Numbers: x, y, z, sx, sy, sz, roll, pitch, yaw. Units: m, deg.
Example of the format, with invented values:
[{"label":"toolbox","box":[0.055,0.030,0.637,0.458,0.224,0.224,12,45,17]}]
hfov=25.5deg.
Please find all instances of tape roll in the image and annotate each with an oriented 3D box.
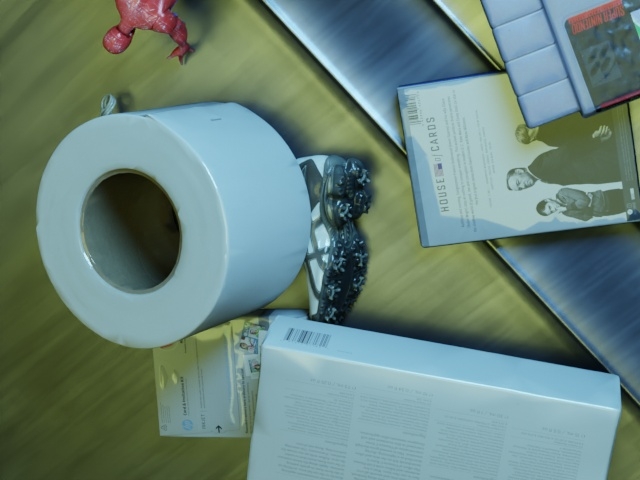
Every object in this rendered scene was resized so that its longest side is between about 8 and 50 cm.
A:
[{"label":"tape roll","box":[-0.154,-0.021,1.502,0.246,0.169,0.246,5,101,28]}]

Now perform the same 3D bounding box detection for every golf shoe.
[{"label":"golf shoe","box":[0.000,0.000,1.560,0.094,0.077,0.198,15,106,32]}]

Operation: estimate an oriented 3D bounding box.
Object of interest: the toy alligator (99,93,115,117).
[{"label":"toy alligator","box":[-0.261,-0.076,1.609,0.051,0.056,0.189,20,108,-35]}]

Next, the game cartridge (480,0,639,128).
[{"label":"game cartridge","box":[0.338,-0.271,1.410,0.355,0.068,0.230,-21,91,10]}]

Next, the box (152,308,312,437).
[{"label":"box","box":[-0.097,0.152,1.620,0.186,0.038,0.145,-2,100,12]}]

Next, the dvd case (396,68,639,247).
[{"label":"dvd case","box":[0.212,-0.094,1.507,0.239,0.029,0.179,-7,99,14]}]

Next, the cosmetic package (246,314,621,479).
[{"label":"cosmetic package","box":[0.111,0.254,1.533,0.377,0.097,0.284,10,109,7]}]

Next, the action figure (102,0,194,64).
[{"label":"action figure","box":[-0.132,-0.300,1.524,0.091,0.139,0.280,41,84,6]}]
